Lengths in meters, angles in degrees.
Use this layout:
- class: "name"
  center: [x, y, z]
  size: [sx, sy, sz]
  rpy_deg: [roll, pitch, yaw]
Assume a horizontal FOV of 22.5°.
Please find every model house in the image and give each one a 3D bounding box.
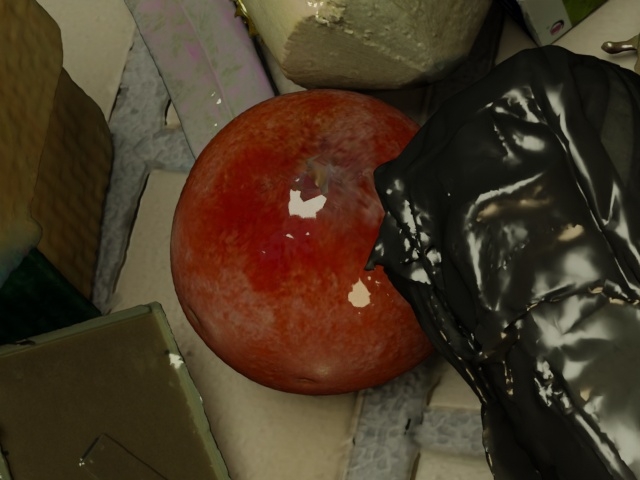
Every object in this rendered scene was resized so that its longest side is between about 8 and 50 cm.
- class: "model house"
  center: [-0.380, -0.029, 1.433]
  size: [0.335, 0.382, 0.342]
  rpy_deg: [-3, 66, 19]

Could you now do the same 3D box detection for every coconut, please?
- class: "coconut"
  center: [0.043, -0.239, 1.393]
  size: [0.239, 0.239, 0.244]
  rpy_deg: [-35, 69, 3]

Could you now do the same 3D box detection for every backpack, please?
- class: "backpack"
  center: [0.220, 0.092, 1.206]
  size: [0.255, 0.363, 0.445]
  rpy_deg: [-32, 71, 24]

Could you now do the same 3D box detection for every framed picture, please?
- class: "framed picture"
  center: [-0.170, 0.201, 1.353]
  size: [0.019, 0.209, 0.281]
  rpy_deg: [-35, 73, 53]

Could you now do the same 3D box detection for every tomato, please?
- class: "tomato"
  center: [0.000, 0.000, 1.368]
  size: [0.265, 0.265, 0.265]
  rpy_deg: [-7, 67, 16]

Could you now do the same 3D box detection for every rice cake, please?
- class: "rice cake"
  center: [-0.107, -0.171, 1.584]
  size: [0.106, 0.050, 0.298]
  rpy_deg: [-29, 62, 7]

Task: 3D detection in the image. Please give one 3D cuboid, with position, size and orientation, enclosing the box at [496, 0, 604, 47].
- class: "box"
  center: [0.253, -0.354, 1.503]
  size: [0.299, 0.106, 0.200]
  rpy_deg: [-38, 62, 1]

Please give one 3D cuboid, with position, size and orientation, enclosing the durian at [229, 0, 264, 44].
- class: "durian"
  center: [-0.032, -0.258, 1.574]
  size: [0.140, 0.078, 0.224]
  rpy_deg: [-43, 66, 0]

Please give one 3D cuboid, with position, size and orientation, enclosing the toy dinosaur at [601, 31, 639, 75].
- class: "toy dinosaur"
  center: [0.364, -0.194, 1.436]
  size: [0.251, 0.072, 0.199]
  rpy_deg: [-16, 74, -1]
